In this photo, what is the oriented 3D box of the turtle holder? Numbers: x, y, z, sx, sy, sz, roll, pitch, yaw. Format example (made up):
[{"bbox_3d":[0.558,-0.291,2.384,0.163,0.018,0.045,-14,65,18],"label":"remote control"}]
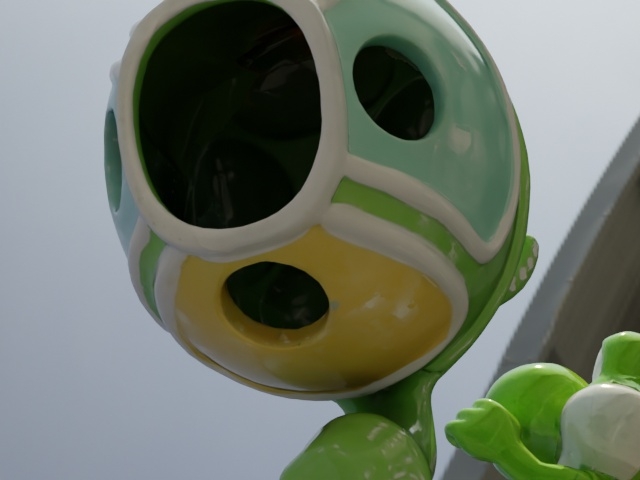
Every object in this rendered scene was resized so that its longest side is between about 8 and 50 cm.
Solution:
[{"bbox_3d":[-0.016,-0.010,0.587,0.227,0.243,0.321,28,-104,-69],"label":"turtle holder"}]

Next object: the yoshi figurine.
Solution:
[{"bbox_3d":[0.181,0.225,0.842,0.204,0.203,0.362,98,-162,-47],"label":"yoshi figurine"}]
